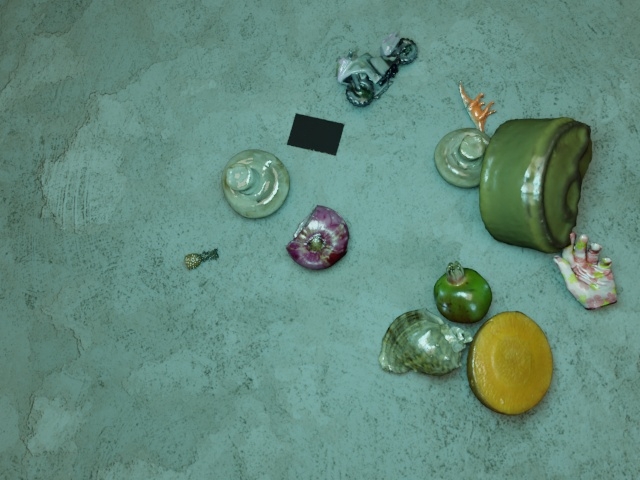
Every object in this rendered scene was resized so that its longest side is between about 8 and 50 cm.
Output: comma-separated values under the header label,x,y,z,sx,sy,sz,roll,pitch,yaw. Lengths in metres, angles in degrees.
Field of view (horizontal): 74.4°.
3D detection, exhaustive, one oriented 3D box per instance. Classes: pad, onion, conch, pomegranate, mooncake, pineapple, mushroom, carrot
label,x,y,z,sx,sy,sz,roll,pitch,yaw
pad,-0.018,-0.386,1.535,0.190,0.004,0.127,15,83,8
onion,0.001,0.002,1.385,0.200,0.200,0.207,36,74,11
conch,0.314,0.319,1.297,0.291,0.159,0.210,-20,79,4
pomegranate,0.430,0.150,1.287,0.180,0.210,0.180,-15,35,11
mooncake,0.660,-0.170,1.286,0.393,0.246,0.394,-31,116,-33
pineapple,-0.415,0.060,1.490,0.124,0.058,0.058,-19,78,-11
mushroom,-0.228,-0.200,1.417,0.243,0.243,0.244,-1,80,7
mushroom,0.473,-0.276,1.359,0.204,0.204,0.204,-1,80,7
carrot,0.567,0.364,1.273,0.258,0.100,0.307,19,74,-4

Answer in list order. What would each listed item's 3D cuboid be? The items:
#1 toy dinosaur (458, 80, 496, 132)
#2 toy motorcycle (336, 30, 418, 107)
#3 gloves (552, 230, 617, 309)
label,x,y,z,sx,sy,sz,roll,pitch,yaw
toy dinosaur,0.556,-0.430,1.450,0.101,0.055,0.279,-36,80,9
toy motorcycle,0.185,-0.619,1.482,0.188,0.143,0.327,42,80,12
gloves,0.813,0.087,1.299,0.145,0.126,0.241,-21,81,28
